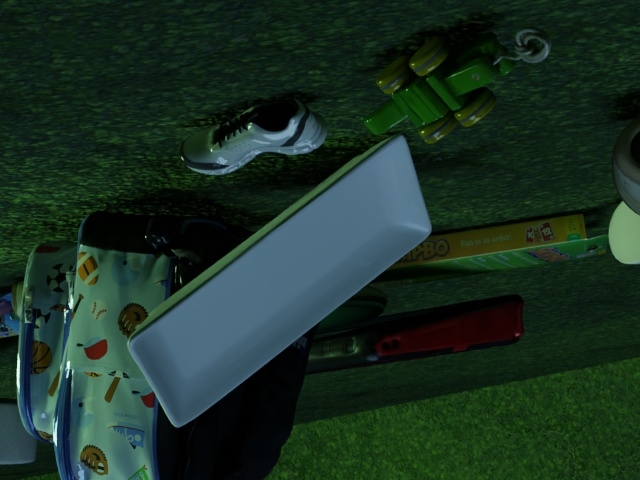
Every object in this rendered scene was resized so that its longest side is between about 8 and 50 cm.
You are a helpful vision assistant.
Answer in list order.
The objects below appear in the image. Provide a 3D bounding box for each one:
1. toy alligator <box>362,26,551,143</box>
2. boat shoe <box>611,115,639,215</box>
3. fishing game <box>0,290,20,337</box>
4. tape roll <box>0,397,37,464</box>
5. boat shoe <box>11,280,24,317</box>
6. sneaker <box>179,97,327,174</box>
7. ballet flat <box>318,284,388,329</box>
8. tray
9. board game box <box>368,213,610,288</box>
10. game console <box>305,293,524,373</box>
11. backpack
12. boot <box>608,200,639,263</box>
[{"bbox_3d":[0.095,-0.111,1.203,0.189,0.056,0.051,-24,-158,53],"label":"toy alligator"},{"bbox_3d":[0.395,-0.070,1.432,0.341,0.122,0.110,-8,170,8],"label":"boat shoe"},{"bbox_3d":[-0.358,0.085,1.929,0.189,0.041,0.264,-10,167,10],"label":"fishing game"},{"bbox_3d":[-0.513,0.204,2.130,0.392,0.072,0.392,4,175,0],"label":"tape roll"},{"bbox_3d":[-0.256,0.066,1.874,0.045,0.050,0.135,-6,171,22],"label":"boat shoe"},{"bbox_3d":[-0.052,-0.077,1.318,0.109,0.040,0.044,-15,151,17],"label":"sneaker"},{"bbox_3d":[-0.058,0.058,1.904,0.248,0.086,0.086,-11,170,-10],"label":"ballet flat"},{"bbox_3d":[-0.032,0.027,1.482,0.270,0.030,0.145,-38,147,-11],"label":"tray"},{"bbox_3d":[0.166,0.012,1.935,0.259,0.039,0.124,-6,170,5],"label":"board game box"},{"bbox_3d":[-0.004,0.115,2.020,0.386,0.060,0.342,-12,174,34],"label":"game console"},{"bbox_3d":[-0.144,0.114,1.631,0.213,0.263,0.276,-2,173,25],"label":"backpack"},{"bbox_3d":[0.354,-0.022,1.791,0.086,0.069,0.190,0,166,-22],"label":"boot"}]
